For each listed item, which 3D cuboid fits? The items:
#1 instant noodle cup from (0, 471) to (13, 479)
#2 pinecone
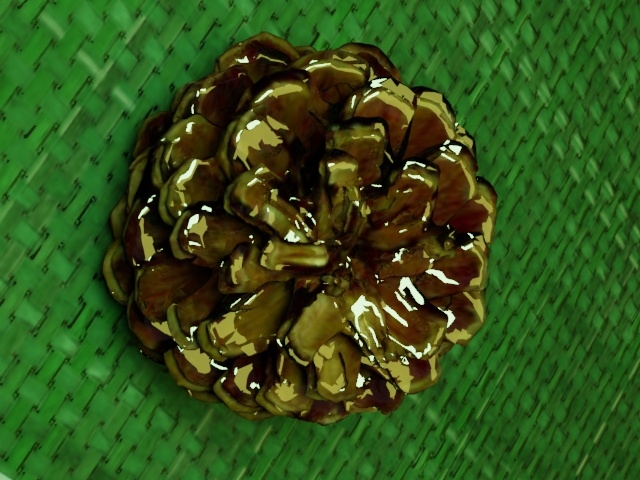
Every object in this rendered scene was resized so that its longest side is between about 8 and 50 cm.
[{"bbox_3d":[-0.174,0.294,0.673,0.294,0.294,0.307,-44,136,-27],"label":"instant noodle cup"},{"bbox_3d":[0.000,0.000,0.785,0.221,0.221,0.221,-16,113,-42],"label":"pinecone"}]
